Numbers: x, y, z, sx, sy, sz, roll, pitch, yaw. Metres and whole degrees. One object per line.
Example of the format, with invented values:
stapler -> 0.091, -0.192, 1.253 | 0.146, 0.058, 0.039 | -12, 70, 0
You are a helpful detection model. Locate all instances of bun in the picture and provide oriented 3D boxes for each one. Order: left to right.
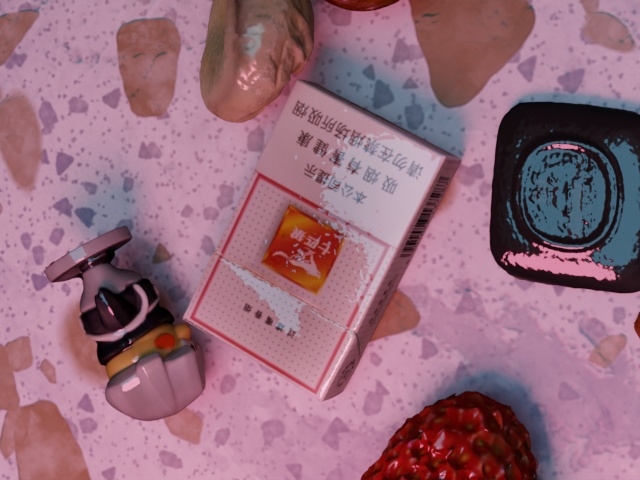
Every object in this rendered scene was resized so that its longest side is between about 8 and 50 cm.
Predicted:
bun -> -0.067, -0.237, 1.485 | 0.127, 0.222, 0.222 | 7, 94, -17

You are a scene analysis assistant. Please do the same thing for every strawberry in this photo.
strawberry -> 0.165, 0.271, 1.438 | 0.233, 0.234, 0.178 | 20, 67, 18

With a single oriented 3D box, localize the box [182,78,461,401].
box -> 0.001, 0.000, 1.512 | 0.210, 0.095, 0.330 | 30, 102, 17

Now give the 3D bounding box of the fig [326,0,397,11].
fig -> 0.026, -0.343, 1.472 | 0.207, 0.175, 0.175 | -22, 83, 33

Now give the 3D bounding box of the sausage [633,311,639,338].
sausage -> 0.428, 0.109, 1.392 | 0.157, 0.042, 0.036 | 8, 131, 21

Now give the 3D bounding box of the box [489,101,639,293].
box -> 0.294, -0.051, 1.432 | 0.201, 0.042, 0.213 | 6, 92, 21

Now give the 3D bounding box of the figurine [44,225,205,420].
figurine -> -0.237, 0.113, 1.563 | 0.133, 0.176, 0.236 | -30, 88, 0
